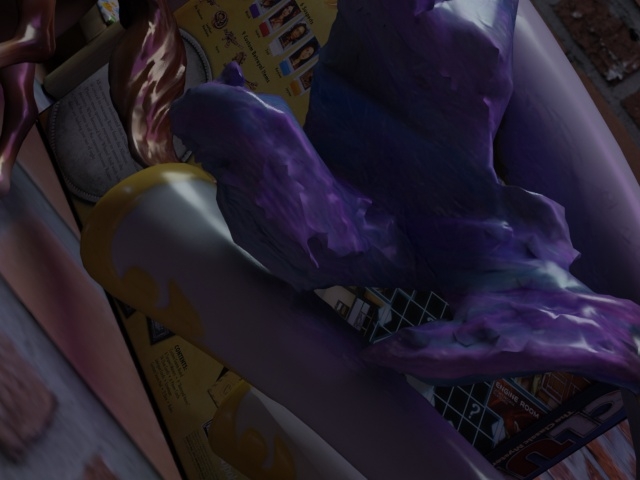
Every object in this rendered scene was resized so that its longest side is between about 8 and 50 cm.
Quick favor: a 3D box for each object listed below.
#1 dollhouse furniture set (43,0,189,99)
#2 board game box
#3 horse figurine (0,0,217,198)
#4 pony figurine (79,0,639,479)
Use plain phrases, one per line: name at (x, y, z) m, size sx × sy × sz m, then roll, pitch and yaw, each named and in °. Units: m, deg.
dollhouse furniture set at (-0.128, -0.214, 0.745) m, size 0.242 × 0.161 × 0.212 m, roll 38°, pitch 21°, yaw -50°
board game box at (0.000, 0.000, 0.655) m, size 0.042 × 0.165 × 0.243 m, roll 35°, pitch 24°, yaw -55°
horse figurine at (-0.129, -0.125, 0.601) m, size 0.263 × 0.066 × 0.174 m, roll 46°, pitch 46°, yaw -24°
pony figurine at (0.085, 0.101, 0.393) m, size 0.303 × 0.351 × 0.363 m, roll -15°, pitch 54°, yaw -34°
